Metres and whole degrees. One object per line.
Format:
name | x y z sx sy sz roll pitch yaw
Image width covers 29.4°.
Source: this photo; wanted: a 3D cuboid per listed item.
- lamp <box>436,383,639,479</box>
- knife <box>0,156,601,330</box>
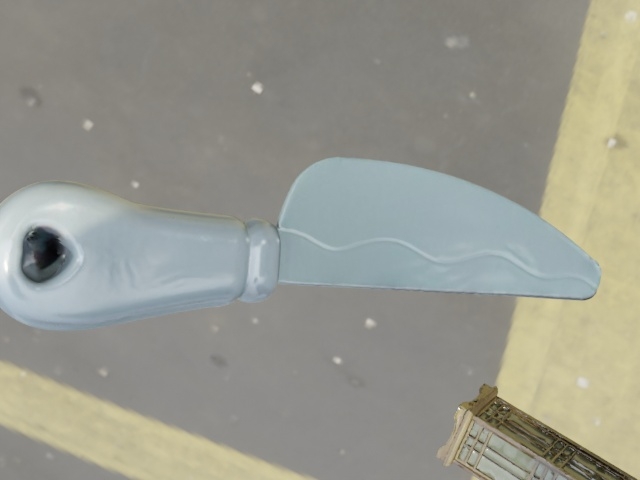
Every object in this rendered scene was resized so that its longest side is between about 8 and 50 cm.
lamp | 0.301 0.294 1.428 0.325 0.089 0.090 29 117 21
knife | -0.001 -0.002 0.612 0.331 0.080 0.044 -2 179 -22
